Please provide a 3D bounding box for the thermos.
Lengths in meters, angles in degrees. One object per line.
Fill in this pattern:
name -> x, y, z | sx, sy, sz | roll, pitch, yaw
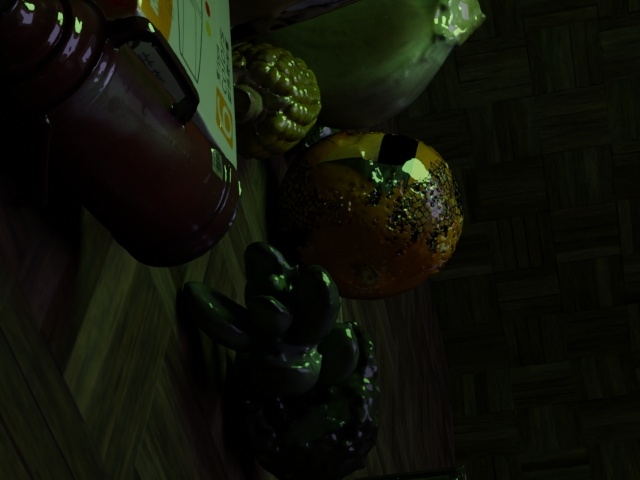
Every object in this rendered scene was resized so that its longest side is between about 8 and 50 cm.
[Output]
thermos -> -0.133, -0.078, 0.672 | 0.232, 0.124, 0.099 | 54, 24, -54

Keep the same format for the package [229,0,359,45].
package -> 0.008, -0.295, 1.099 | 0.221, 0.311, 0.165 | -74, 151, -70

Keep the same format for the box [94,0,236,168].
box -> -0.136, -0.201, 0.839 | 0.221, 0.091, 0.274 | 60, 23, -63

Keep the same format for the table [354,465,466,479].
table -> 0.128, 0.410, 1.563 | 0.193, 0.172, 0.169 | 40, 42, -76

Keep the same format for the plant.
plant -> -0.022, 0.110, 1.044 | 0.274, 0.146, 0.149 | 72, 1, -49

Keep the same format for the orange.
orange -> 0.060, -0.027, 1.398 | 0.234, 0.234, 0.182 | 71, 15, -46

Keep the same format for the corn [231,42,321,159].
corn -> -0.059, -0.148, 1.186 | 0.322, 0.119, 0.119 | -71, 150, -80

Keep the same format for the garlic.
garlic -> 0.001, -0.281, 1.420 | 0.231, 0.340, 0.246 | -44, 168, -37

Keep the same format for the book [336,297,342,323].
book -> 0.001, 0.000, 1.661 | 0.170, 0.018, 0.241 | 55, 28, -68

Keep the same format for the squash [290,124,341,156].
squash -> 0.004, -0.190, 1.663 | 0.331, 0.087, 0.087 | -74, 153, -71
